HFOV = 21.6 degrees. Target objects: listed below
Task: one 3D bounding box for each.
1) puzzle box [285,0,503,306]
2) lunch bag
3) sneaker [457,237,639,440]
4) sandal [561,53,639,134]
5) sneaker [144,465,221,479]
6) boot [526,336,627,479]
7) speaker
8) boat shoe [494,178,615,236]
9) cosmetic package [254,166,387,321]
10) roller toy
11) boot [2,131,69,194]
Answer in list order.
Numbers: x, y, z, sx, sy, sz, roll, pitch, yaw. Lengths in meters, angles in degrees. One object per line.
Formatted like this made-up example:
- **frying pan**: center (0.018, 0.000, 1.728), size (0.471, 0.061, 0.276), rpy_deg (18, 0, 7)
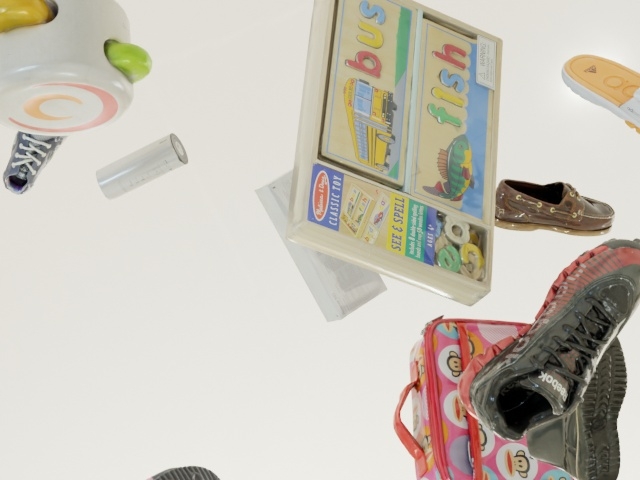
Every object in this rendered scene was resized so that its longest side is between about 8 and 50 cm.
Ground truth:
- **puzzle box**: center (0.102, -0.139, 2.144), size (0.052, 0.272, 0.408), rpy_deg (-43, -146, 50)
- **lunch bag**: center (0.230, 0.258, 2.446), size (0.258, 0.293, 0.120), rpy_deg (6, 149, -18)
- **sneaker**: center (0.268, 0.116, 1.825), size (0.276, 0.098, 0.135), rpy_deg (-46, -161, 13)
- **sandal**: center (0.401, -0.184, 2.030), size (0.265, 0.076, 0.102), rpy_deg (31, -129, 33)
- **sneaker**: center (-0.251, 0.380, 2.215), size (0.131, 0.112, 0.319), rpy_deg (-25, 171, 33)
- **boot**: center (0.308, 0.202, 2.089), size (0.077, 0.197, 0.137), rpy_deg (0, -172, -33)
- **speaker**: center (-0.274, -0.111, 2.556), size (0.136, 0.055, 0.055), rpy_deg (-26, -164, 13)
- **boat shoe**: center (0.347, -0.051, 2.464), size (0.207, 0.073, 0.073), rpy_deg (2, -153, -24)
- **cosmetic package**: center (0.000, 0.000, 2.607), size (0.099, 0.239, 0.060), rpy_deg (-32, -173, -27)
- **roller toy**: center (-0.334, -0.231, 2.094), size (0.209, 0.146, 0.191), rpy_deg (6, 156, -28)
- **boot**: center (-0.384, -0.126, 2.273), size (0.190, 0.069, 0.086), rpy_deg (132, -19, -65)
